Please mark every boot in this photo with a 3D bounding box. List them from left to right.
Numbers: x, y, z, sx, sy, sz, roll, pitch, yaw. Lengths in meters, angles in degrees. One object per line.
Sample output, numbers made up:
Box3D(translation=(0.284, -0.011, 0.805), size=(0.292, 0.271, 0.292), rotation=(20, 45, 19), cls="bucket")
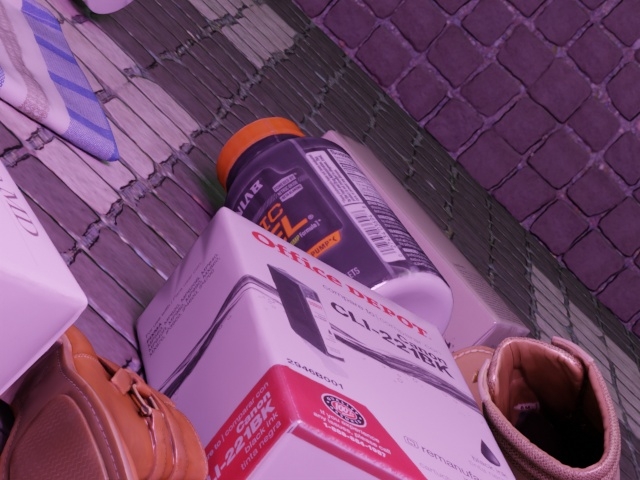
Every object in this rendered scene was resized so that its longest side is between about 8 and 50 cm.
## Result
Box3D(translation=(-0.107, 0.113, 0.960), size=(0.152, 0.073, 0.197), rotation=(37, 16, -51), cls="boot")
Box3D(translation=(0.144, 0.126, 1.298), size=(0.203, 0.095, 0.262), rotation=(74, -7, -45), cls="boot")

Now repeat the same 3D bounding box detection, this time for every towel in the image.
Box3D(translation=(-0.286, -0.185, 1.450), size=(0.285, 0.034, 0.209), rotation=(34, 17, -42), cls="towel")

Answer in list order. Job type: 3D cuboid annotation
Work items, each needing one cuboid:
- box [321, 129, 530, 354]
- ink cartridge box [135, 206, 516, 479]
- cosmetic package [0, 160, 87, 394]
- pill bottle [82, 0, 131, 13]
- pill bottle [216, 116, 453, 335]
Box3D(translation=(0.080, 0.020, 1.838), size=(0.275, 0.094, 0.113), rotation=(50, 12, 24), cls="box")
Box3D(translation=(0.004, 0.119, 1.148), size=(0.197, 0.114, 0.273), rotation=(30, 16, -25), cls="ink cartridge box")
Box3D(translation=(-0.226, 0.002, 0.724), size=(0.151, 0.151, 0.184), rotation=(54, 14, 31), cls="cosmetic package")
Box3D(translation=(-0.252, -0.315, 1.826), size=(0.184, 0.103, 0.103), rotation=(50, 13, 23), cls="pill bottle")
Box3D(translation=(0.000, 0.000, 1.551), size=(0.130, 0.130, 0.245), rotation=(31, 18, -49), cls="pill bottle")
